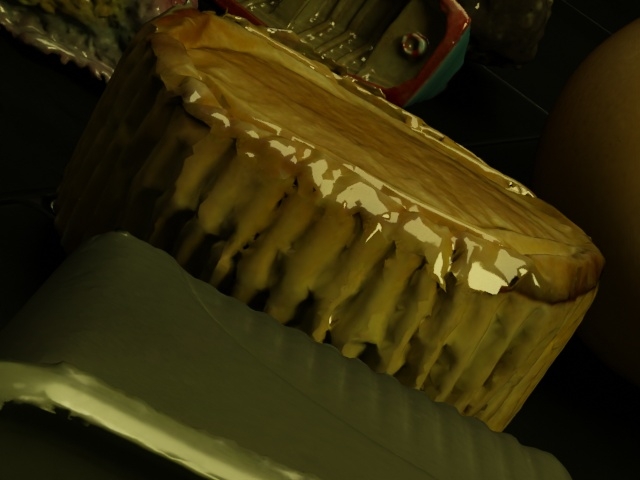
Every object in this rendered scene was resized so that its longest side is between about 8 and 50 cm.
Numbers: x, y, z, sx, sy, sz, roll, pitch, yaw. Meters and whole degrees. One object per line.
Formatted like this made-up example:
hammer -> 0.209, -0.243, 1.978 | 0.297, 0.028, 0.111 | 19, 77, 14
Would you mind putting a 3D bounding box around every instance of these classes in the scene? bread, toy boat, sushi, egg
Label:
bread -> 0.000, 0.000, 0.753 | 0.253, 0.142, 0.227 | 32, 23, 10
toy boat -> -0.043, -0.241, 1.227 | 0.392, 0.136, 0.079 | 41, 6, 23
sushi -> -0.149, -0.204, 0.963 | 0.241, 0.161, 0.107 | 31, 21, 3
egg -> 0.256, -0.023, 0.972 | 0.250, 0.250, 0.322 | 31, 26, 0

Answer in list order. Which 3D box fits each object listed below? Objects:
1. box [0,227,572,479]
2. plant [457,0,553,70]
box -> -0.006, 0.109, 0.527 | 0.274, 0.138, 0.178 | 28, 18, -7
plant -> 0.068, -0.286, 1.346 | 0.312, 0.213, 0.215 | 22, 24, 4
